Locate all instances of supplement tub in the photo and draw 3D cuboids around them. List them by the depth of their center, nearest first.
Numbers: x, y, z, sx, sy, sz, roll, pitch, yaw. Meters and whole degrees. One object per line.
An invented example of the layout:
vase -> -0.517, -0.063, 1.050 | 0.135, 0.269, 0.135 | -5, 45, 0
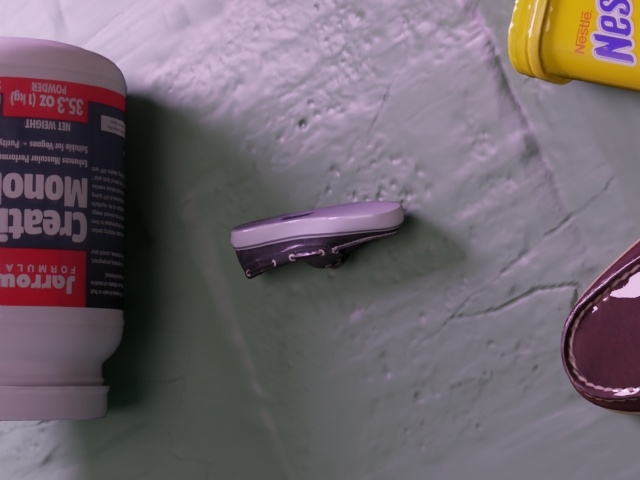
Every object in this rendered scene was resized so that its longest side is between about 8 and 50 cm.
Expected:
supplement tub -> -0.240, -0.004, 1.260 | 0.191, 0.191, 0.272 | -3, 85, 34

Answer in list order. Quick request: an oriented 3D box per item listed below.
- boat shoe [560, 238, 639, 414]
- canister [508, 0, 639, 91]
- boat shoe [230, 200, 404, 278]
boat shoe -> 0.255, 0.012, 0.947 | 0.342, 0.123, 0.123 | -26, 72, 40
canister -> 0.213, -0.147, 1.032 | 0.170, 0.073, 0.126 | 15, 94, 33
boat shoe -> 0.000, 0.000, 1.187 | 0.142, 0.049, 0.040 | -8, 101, 35
